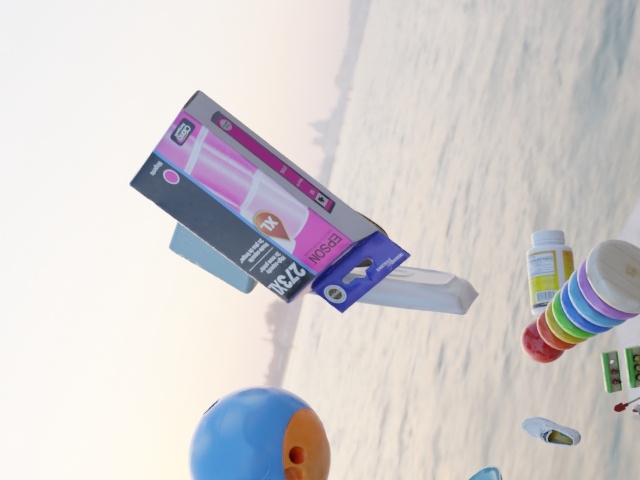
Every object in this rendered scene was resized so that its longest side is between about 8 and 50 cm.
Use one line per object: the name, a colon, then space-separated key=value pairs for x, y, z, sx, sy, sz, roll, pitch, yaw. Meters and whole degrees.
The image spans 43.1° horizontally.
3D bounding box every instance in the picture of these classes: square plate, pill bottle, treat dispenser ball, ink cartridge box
square plate: x=0.128 y=0.082 z=1.591 sx=0.344 sy=0.348 sz=0.049 roll=-8 pitch=-75 yaw=-75
pill bottle: x=0.591 y=0.085 z=2.075 sx=0.117 sy=0.117 sz=0.214 roll=104 pitch=165 yaw=-76
treat dispenser ball: x=-0.121 y=0.436 z=1.630 sx=0.288 sy=0.288 sz=0.288 roll=-167 pitch=90 yaw=-90
ink cartridge box: x=-0.072 y=-0.030 z=1.129 sx=0.176 sy=0.371 sz=0.069 roll=-44 pitch=15 yaw=40

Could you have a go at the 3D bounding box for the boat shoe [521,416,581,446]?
boat shoe: x=0.378 y=0.320 z=1.344 sx=0.035 sy=0.100 sz=0.035 roll=-7 pitch=-73 yaw=-55

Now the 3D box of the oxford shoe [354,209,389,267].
oxford shoe: x=0.000 y=0.000 z=1.427 sx=0.130 sy=0.348 sz=0.122 roll=35 pitch=109 yaw=54

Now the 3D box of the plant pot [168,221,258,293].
plant pot: x=-0.201 y=-0.071 z=2.025 sx=0.247 sy=0.247 sz=0.252 roll=-54 pitch=-9 yaw=-39

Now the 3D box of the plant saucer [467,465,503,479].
plant saucer: x=0.178 y=0.318 z=0.943 sx=0.119 sy=0.021 sz=0.119 roll=-52 pitch=2 yaw=3

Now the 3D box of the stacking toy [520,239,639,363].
stacking toy: x=0.481 y=0.138 z=1.507 sx=0.330 sy=0.141 sz=0.141 roll=117 pitch=169 yaw=-54

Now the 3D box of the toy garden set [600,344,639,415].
toy garden set: x=0.880 y=0.379 z=2.153 sx=0.049 sy=0.244 sz=0.203 roll=-162 pitch=63 yaw=-80
